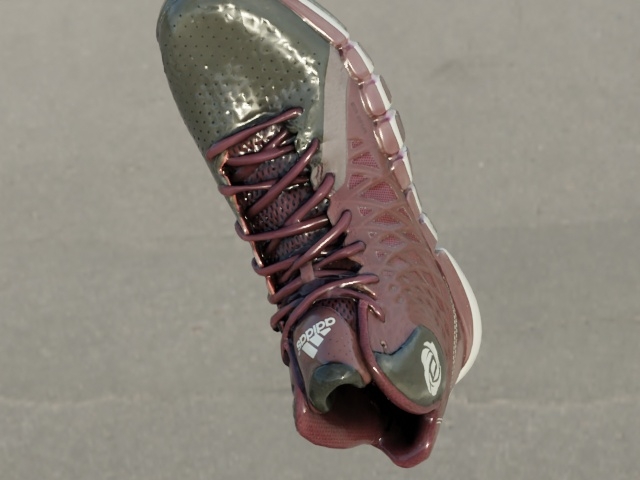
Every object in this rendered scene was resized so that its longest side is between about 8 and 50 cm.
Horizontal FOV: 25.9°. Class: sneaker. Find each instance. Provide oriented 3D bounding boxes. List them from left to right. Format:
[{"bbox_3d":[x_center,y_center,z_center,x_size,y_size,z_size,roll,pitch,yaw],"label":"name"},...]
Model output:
[{"bbox_3d":[0.000,0.000,0.718,0.106,0.281,0.162,-26,22,23],"label":"sneaker"}]
